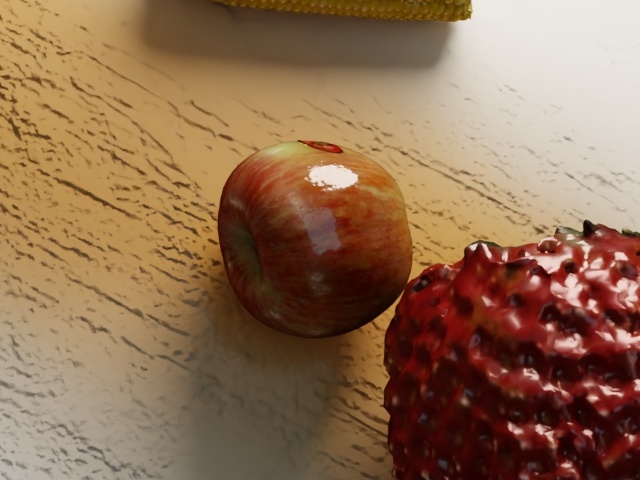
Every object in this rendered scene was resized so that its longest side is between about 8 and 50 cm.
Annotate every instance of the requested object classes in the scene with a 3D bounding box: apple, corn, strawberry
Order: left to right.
[{"bbox_3d":[0.000,0.000,1.361,0.131,0.146,0.146,-11,79,-24],"label":"apple"},{"bbox_3d":[0.003,-0.213,1.443,0.248,0.081,0.081,4,76,-13],"label":"corn"},{"bbox_3d":[0.205,0.161,1.291,0.312,0.267,0.351,5,57,-17],"label":"strawberry"}]
